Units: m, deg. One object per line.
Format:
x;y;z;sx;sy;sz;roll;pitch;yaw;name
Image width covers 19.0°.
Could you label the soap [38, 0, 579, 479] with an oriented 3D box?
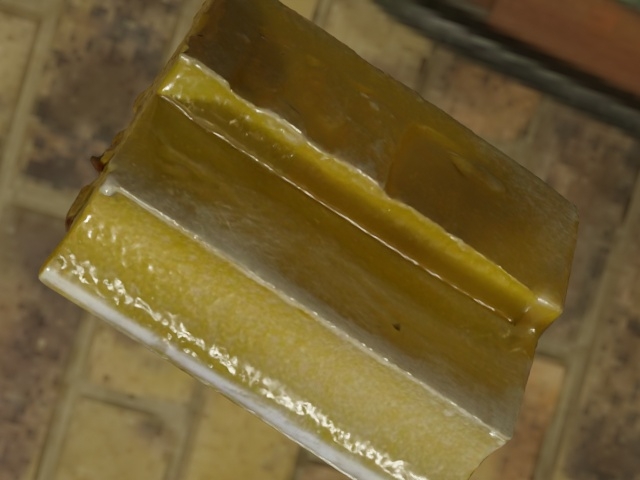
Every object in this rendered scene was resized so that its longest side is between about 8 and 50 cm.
0.000;0.000;1.151;0.143;0.281;0.259;-50;11;37;soap
